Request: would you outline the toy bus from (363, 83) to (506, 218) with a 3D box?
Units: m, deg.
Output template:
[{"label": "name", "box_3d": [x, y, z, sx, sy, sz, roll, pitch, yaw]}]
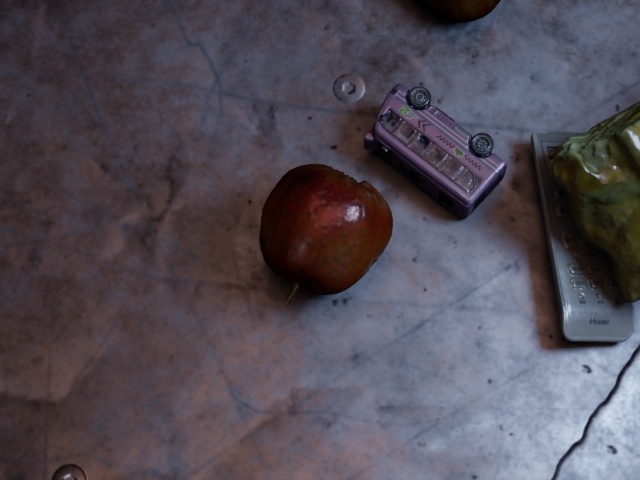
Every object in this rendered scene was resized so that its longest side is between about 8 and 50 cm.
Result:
[{"label": "toy bus", "box_3d": [0.161, -0.127, 1.908, 0.199, 0.096, 0.108, 38, 79, 11]}]

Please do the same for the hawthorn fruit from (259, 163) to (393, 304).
[{"label": "hawthorn fruit", "box_3d": [0.000, 0.000, 1.829, 0.179, 0.179, 0.200, 21, 88, 9]}]

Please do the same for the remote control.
[{"label": "remote control", "box_3d": [0.360, -0.005, 1.881, 0.109, 0.055, 0.313, 2, 66, -18]}]

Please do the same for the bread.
[{"label": "bread", "box_3d": [0.450, -0.060, 1.788, 0.238, 0.196, 0.252, -28, 93, -24]}]

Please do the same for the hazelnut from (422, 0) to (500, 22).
[{"label": "hazelnut", "box_3d": [0.199, -0.423, 1.976, 0.178, 0.178, 0.204, -10, 78, -2]}]
